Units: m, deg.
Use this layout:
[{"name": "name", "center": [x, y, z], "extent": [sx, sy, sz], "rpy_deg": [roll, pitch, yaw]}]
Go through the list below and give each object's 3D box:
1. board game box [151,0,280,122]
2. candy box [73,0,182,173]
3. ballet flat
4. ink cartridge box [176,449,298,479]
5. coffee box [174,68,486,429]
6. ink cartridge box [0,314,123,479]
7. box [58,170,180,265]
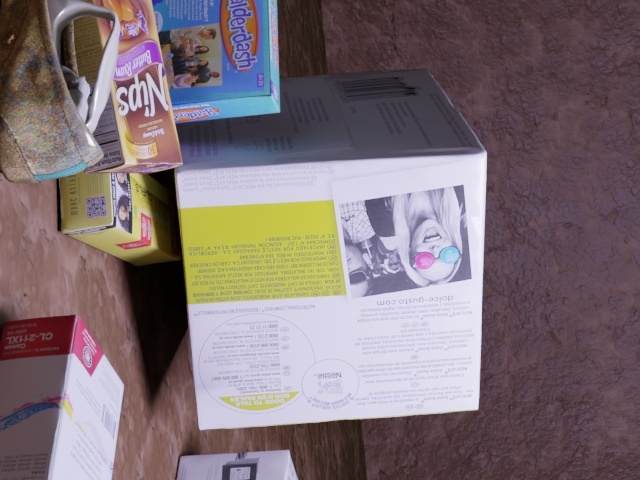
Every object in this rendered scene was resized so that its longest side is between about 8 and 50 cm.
[{"name": "board game box", "center": [-0.151, -0.208, 1.273], "extent": [0.047, 0.210, 0.160], "rpy_deg": [59, 28, -70]}, {"name": "candy box", "center": [-0.198, -0.159, 1.151], "extent": [0.109, 0.053, 0.187], "rpy_deg": [-9, 89, -66]}, {"name": "ballet flat", "center": [-0.236, -0.220, 1.046], "extent": [0.123, 0.123, 0.348], "rpy_deg": [51, 34, -74]}, {"name": "ink cartridge box", "center": [-0.084, 0.322, 1.493], "extent": [0.060, 0.180, 0.104], "rpy_deg": [-86, 168, -46]}, {"name": "coffee box", "center": [0.000, 0.000, 1.447], "extent": [0.337, 0.338, 0.334], "rpy_deg": [-103, -170, -65]}, {"name": "ink cartridge box", "center": [-0.229, 0.171, 1.001], "extent": [0.127, 0.072, 0.175], "rpy_deg": [74, 14, -52]}, {"name": "box", "center": [-0.213, -0.031, 1.268], "extent": [0.232, 0.058, 0.087], "rpy_deg": [49, 35, -76]}]
